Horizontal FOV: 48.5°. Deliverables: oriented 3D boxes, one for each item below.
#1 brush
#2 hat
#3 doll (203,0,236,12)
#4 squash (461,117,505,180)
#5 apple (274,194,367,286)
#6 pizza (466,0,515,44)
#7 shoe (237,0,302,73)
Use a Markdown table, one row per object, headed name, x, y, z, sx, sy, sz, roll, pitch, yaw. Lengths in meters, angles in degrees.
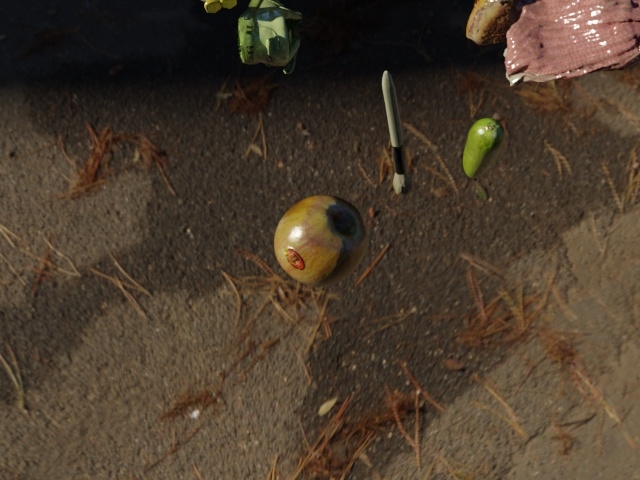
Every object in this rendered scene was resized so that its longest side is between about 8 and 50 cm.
| name | x | y | z | sx | sy | sz | roll | pitch | yaw |
| --- | --- | --- | --- | --- | --- | --- | --- | --- | --- |
| brush | 0.139 | -0.186 | 1.304 | 0.042 | 0.299 | 0.039 | -32 | 50 | -11 |
| hat | 0.436 | -0.342 | 1.097 | 0.286 | 0.107 | 0.236 | 5 | 76 | 28 |
| doll | -0.250 | -0.625 | 1.646 | 0.135 | 0.099 | 0.241 | -38 | 44 | 25 |
| squash | 0.301 | -0.165 | 1.331 | 0.066 | 0.201 | 0.066 | -1 | 69 | 2 |
| apple | 0.000 | 0.000 | 1.650 | 0.211 | 0.188 | 0.211 | 24 | 44 | -25 |
| pizza | 0.478 | -0.582 | 1.730 | 0.161 | 0.305 | 0.085 | 24 | 53 | -31 |
| shoe | -0.104 | -0.430 | 1.497 | 0.128 | 0.140 | 0.262 | 17 | 27 | 3 |
